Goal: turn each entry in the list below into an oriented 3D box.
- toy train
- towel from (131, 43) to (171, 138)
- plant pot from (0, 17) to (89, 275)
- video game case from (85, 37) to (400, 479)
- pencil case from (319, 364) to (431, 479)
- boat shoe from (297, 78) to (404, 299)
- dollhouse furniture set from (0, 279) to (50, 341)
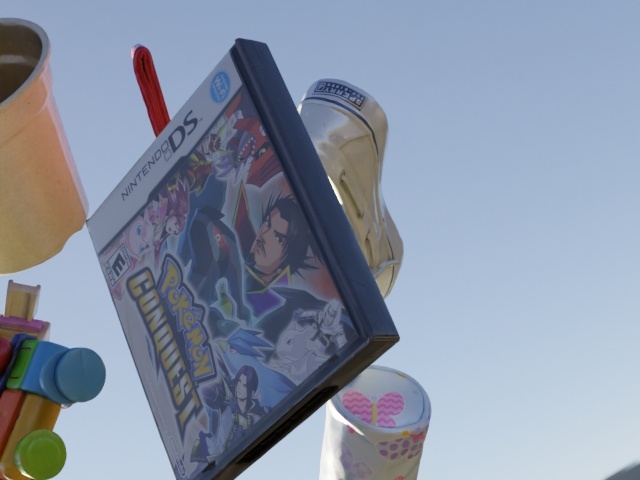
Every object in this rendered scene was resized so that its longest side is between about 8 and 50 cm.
[{"bbox_3d":[-0.293,0.212,1.227,0.105,0.248,0.143,30,-22,-29],"label":"toy train"},{"bbox_3d":[-0.240,-0.186,1.844,0.031,0.199,0.275,-16,11,-7],"label":"towel"},{"bbox_3d":[-0.516,-0.127,1.980,0.333,0.334,0.305,-27,-51,-8],"label":"plant pot"},{"bbox_3d":[-0.076,0.025,0.997,0.035,0.275,0.248,4,-38,-44],"label":"video game case"},{"bbox_3d":[0.047,0.271,1.441,0.113,0.124,0.273,-22,-44,-40],"label":"pencil case"},{"bbox_3d":[0.008,0.002,1.380,0.156,0.135,0.367,-60,-17,-29],"label":"boat shoe"},{"bbox_3d":[-0.496,-0.013,1.745,0.286,0.198,0.303,9,-67,-6],"label":"dollhouse furniture set"}]
